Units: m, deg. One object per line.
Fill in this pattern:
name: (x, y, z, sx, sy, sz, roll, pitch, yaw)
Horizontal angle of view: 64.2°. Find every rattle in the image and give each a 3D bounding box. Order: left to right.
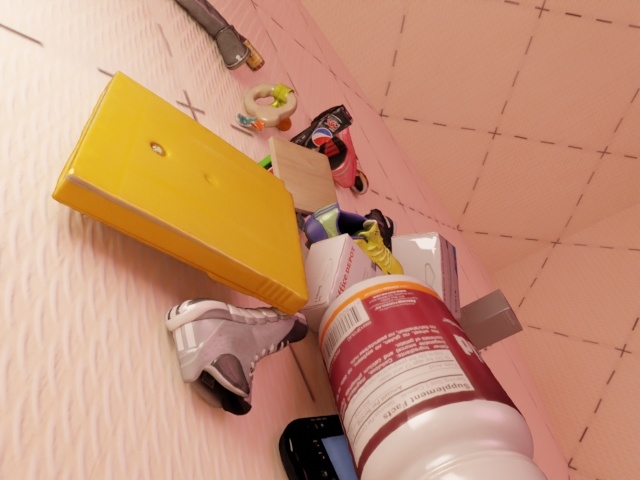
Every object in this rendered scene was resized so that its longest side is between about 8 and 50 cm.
rattle: (-0.132, -0.273, 1.199, 0.130, 0.142, 0.199, 20, 49, -11)

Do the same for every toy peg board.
toy peg board: (-0.052, -0.112, 1.068, 0.161, 0.079, 0.160, 11, 58, -43)

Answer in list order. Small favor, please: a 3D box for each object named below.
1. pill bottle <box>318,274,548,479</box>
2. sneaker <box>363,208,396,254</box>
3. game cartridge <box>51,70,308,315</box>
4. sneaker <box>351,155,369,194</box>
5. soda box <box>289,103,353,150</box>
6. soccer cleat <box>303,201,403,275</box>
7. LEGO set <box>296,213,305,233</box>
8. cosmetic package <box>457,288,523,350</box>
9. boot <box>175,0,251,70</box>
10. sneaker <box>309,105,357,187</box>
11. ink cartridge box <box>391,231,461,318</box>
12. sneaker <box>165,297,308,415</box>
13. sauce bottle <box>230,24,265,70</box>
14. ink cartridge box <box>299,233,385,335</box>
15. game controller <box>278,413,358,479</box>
pill bottle: (0.142, 0.239, 0.702, 0.224, 0.224, 0.392, 47, 11, -31)
sneaker: (0.163, -0.003, 1.474, 0.121, 0.079, 0.216, 32, 36, -26)
game cartridge: (-0.163, -0.067, 0.695, 0.324, 0.053, 0.285, 33, 27, -30)
sneaker: (0.097, -0.230, 1.619, 0.185, 0.070, 0.084, 56, 15, -8)
soda box: (0.001, -0.281, 1.316, 0.053, 0.169, 0.060, 53, 21, -15)
soccer cleat: (0.094, 0.016, 1.050, 0.289, 0.121, 0.093, 30, 33, -35)
LEGO set: (0.000, 0.000, 1.096, 0.244, 0.060, 0.182, 52, 25, -21)
cosmetic package: (0.510, 0.273, 1.648, 0.127, 0.238, 0.107, 48, 23, -28)
boot: (-0.257, -0.504, 1.160, 0.208, 0.076, 0.189, 48, 8, -46)
sneaker: (0.047, -0.282, 1.559, 0.136, 0.116, 0.313, 54, 25, -45)
ink cartridge box: (0.298, 0.111, 1.415, 0.307, 0.129, 0.222, 19, 68, -66)
sneaker: (-0.092, 0.153, 0.647, 0.229, 0.086, 0.132, 15, 52, -49)
sauce bottle: (-0.201, -0.508, 1.346, 0.128, 0.042, 0.042, 45, 25, -32)
ink cartridge box: (0.059, 0.118, 0.951, 0.219, 0.093, 0.160, 46, 45, -32)
game controller: (0.054, 0.334, 0.743, 0.319, 0.067, 0.166, 27, 38, -57)
